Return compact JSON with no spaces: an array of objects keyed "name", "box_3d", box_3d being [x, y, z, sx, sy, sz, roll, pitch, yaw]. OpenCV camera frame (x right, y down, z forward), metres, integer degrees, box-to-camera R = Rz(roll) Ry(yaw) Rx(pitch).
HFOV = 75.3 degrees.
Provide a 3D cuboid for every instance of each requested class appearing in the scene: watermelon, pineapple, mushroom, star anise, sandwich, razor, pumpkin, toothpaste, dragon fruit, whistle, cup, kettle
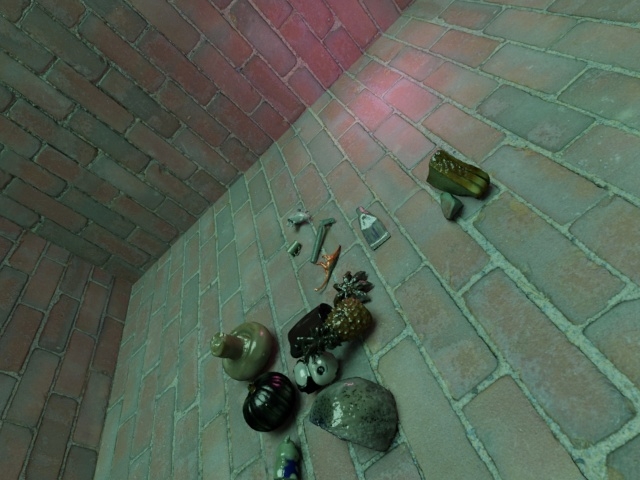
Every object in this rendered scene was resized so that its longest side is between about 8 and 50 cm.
[{"name":"watermelon","box_3d":[0.544,-0.151,1.746,0.094,0.081,0.180,-51,13,29]},{"name":"pineapple","box_3d":[0.047,0.371,1.646,0.340,0.169,0.169,-36,26,-26]},{"name":"mushroom","box_3d":[-0.395,0.511,2.005,0.293,0.290,0.292,-26,45,29]},{"name":"star anise","box_3d":[0.136,0.212,1.866,0.212,0.073,0.196,-30,41,25]},{"name":"sandwich","box_3d":[0.575,-0.257,1.766,0.254,0.288,0.099,31,89,12]},{"name":"razor","box_3d":[-0.007,-0.005,2.259,0.111,0.056,0.277,-10,51,43]},{"name":"pumpkin","box_3d":[-0.225,0.664,1.738,0.250,0.216,0.250,-47,6,7]},{"name":"toothpaste","box_3d":[0.241,-0.072,2.037,0.099,0.069,0.282,-65,31,31]},{"name":"dragon fruit","box_3d":[0.104,0.571,1.433,0.283,0.221,0.204,-2,62,52]},{"name":"whistle","box_3d":[-0.125,0.850,1.538,0.092,0.110,0.244,-3,45,5]},{"name":"cup","box_3d":[-0.149,0.046,2.380,0.083,0.054,0.075,-51,32,-5]},{"name":"kettle","box_3d":[-0.037,0.411,1.819,0.232,0.144,0.202,-40,26,26]}]

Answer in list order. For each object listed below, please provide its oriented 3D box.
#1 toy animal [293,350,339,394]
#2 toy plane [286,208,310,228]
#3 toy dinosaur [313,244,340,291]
[{"name":"toy animal","box_3d":[-0.018,0.519,1.691,0.179,0.138,0.166,-40,51,25]},{"name":"toy plane","box_3d":[-0.132,-0.133,2.511,0.174,0.080,0.174,-27,24,14]},{"name":"toy dinosaur","box_3d":[0.028,0.130,2.086,0.101,0.055,0.279,23,72,32]}]
